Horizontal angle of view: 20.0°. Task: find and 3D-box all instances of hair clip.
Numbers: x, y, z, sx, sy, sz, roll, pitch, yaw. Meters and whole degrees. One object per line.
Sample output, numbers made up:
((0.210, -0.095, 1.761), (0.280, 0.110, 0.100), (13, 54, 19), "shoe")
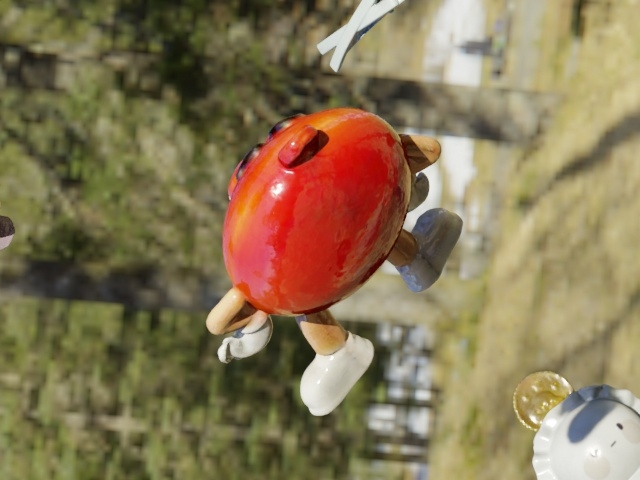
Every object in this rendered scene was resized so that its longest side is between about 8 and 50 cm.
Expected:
((0.038, -0.183, 1.526), (0.115, 0.039, 0.030), (-41, 75, 48), "hair clip")

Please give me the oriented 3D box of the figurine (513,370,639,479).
((0.292, 0.229, 1.702), (0.143, 0.271, 0.143), (-38, -27, -23), "figurine")

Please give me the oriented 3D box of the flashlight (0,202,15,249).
((-0.176, -0.048, 0.889), (0.031, 0.052, 0.110), (-4, 93, 51), "flashlight")

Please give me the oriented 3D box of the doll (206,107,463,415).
((0.000, 0.000, 1.066), (0.183, 0.085, 0.217), (-51, -32, -8), "doll")
